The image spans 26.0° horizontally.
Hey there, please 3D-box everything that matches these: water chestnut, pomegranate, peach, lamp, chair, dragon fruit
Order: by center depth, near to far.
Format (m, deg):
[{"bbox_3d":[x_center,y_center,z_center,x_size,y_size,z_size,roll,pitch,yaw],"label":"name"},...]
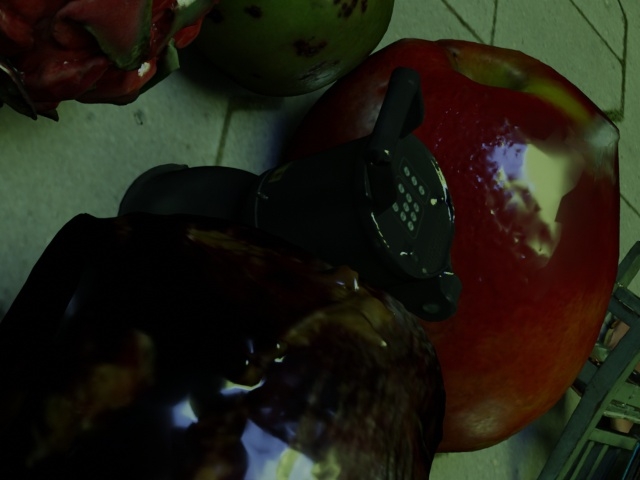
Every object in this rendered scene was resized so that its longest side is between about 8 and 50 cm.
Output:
[{"bbox_3d":[-0.046,0.165,0.715,0.347,0.335,0.335,30,48,-6],"label":"water chestnut"},{"bbox_3d":[-0.172,-0.198,0.763,0.293,0.234,0.233,45,45,-30],"label":"dragon fruit"},{"bbox_3d":[0.000,0.000,0.908,0.172,0.227,0.147,52,41,-30],"label":"lamp"},{"bbox_3d":[-0.004,-0.200,1.005,0.179,0.211,0.179,163,-90,-85],"label":"pomegranate"},{"bbox_3d":[0.101,0.014,1.107,0.281,0.281,0.338,-34,141,-53],"label":"peach"},{"bbox_3d":[0.253,0.128,1.321,0.136,0.147,0.270,19,107,-47],"label":"chair"}]

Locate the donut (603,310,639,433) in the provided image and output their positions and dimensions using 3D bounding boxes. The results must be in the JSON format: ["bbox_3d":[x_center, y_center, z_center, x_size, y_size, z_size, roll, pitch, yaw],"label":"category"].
[{"bbox_3d":[0.382,0.169,1.502,0.233,0.085,0.199,13,67,-53],"label":"donut"}]

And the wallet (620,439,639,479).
[{"bbox_3d":[0.256,0.346,1.243,0.317,0.044,0.169,-57,143,-36],"label":"wallet"}]
